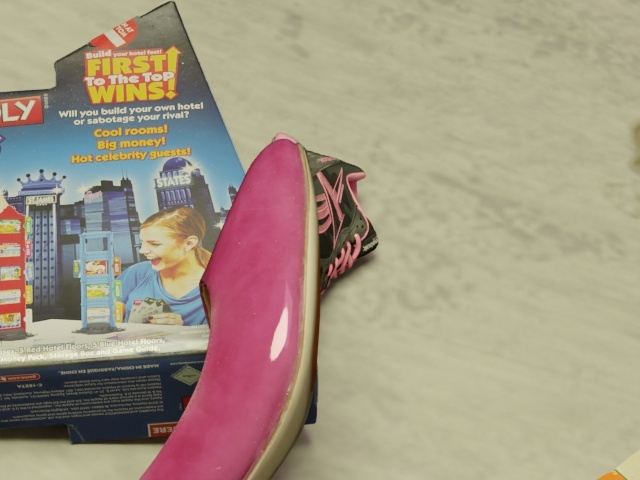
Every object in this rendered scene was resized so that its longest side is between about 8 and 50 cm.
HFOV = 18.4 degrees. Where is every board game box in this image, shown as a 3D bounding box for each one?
[{"bbox_3d":[-0.105,-0.011,0.828,0.194,0.060,0.194,-4,51,-3],"label":"board game box"}]

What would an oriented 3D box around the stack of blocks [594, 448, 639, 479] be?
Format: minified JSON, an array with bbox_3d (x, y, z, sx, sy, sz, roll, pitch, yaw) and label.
[{"bbox_3d":[0.101,0.182,0.628,0.297,0.087,0.171,-30,55,-26],"label":"stack of blocks"}]

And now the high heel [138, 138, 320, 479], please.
[{"bbox_3d":[-0.064,0.073,0.699,0.117,0.082,0.244,6,74,3],"label":"high heel"}]

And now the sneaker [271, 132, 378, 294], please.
[{"bbox_3d":[0.000,0.000,0.876,0.057,0.047,0.119,16,42,-13],"label":"sneaker"}]
